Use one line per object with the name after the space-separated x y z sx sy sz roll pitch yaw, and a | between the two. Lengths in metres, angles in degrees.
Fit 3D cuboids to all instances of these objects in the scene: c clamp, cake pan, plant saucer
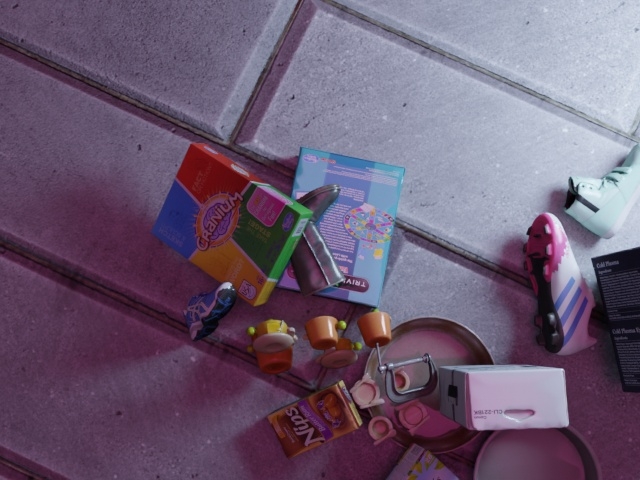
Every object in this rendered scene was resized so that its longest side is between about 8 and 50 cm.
0.195 0.291 1.512 0.161 0.022 0.137 -1 89 -27 | c clamp
0.488 0.544 1.548 0.293 0.054 0.293 0 82 -1 | cake pan
0.252 0.331 1.575 0.311 0.050 0.310 0 83 -1 | plant saucer

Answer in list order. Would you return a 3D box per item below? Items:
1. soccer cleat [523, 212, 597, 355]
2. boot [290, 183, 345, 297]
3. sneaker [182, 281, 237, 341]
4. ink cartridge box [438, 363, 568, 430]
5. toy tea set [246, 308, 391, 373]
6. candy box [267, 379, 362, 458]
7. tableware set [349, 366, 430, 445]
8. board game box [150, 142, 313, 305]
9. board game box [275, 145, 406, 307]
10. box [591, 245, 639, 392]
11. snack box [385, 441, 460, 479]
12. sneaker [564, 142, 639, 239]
0.567 0.100 1.591 0.143 0.116 0.331 -2 84 -17 | soccer cleat
0.001 0.000 1.521 0.190 0.076 0.208 -30 76 10 | boot
-0.258 0.149 1.526 0.080 0.211 0.081 -19 69 -45 | sneaker
0.369 0.320 1.417 0.197 0.273 0.114 -1 83 -2 | ink cartridge box
-0.008 0.203 1.534 0.336 0.200 0.124 -1 55 -14 | toy tea set
-0.013 0.403 1.531 0.187 0.053 0.109 -28 84 17 | candy box
0.156 0.370 1.534 0.141 0.020 0.168 -25 84 -4 | tableware set
-0.205 -0.039 1.528 0.317 0.064 0.242 32 106 18 | board game box
0.042 -0.029 1.603 0.254 0.079 0.335 12 83 1 | board game box
0.823 0.150 1.502 0.343 0.179 0.312 -9 82 -19 | box
0.212 0.581 1.487 0.174 0.070 0.207 46 72 -18 | snack box
0.683 -0.148 1.619 0.151 0.094 0.255 29 85 -3 | sneaker
